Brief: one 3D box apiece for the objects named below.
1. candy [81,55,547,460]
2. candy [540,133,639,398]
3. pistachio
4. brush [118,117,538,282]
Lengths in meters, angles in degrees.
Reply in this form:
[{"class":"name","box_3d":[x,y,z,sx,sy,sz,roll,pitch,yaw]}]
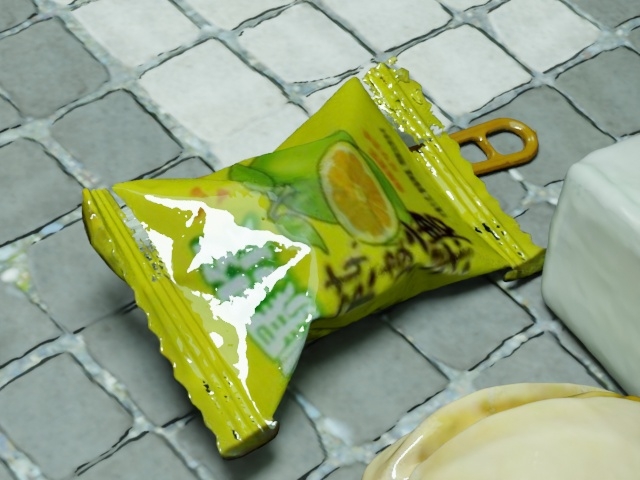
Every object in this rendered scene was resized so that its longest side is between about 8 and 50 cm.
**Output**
[{"class":"candy","box_3d":[0.000,0.000,1.084,0.297,0.081,0.187,-25,74,-40]},{"class":"candy","box_3d":[0.309,0.075,1.031,0.208,0.145,0.359,-23,56,-28]},{"class":"pistachio","box_3d":[0.124,0.152,0.935,0.229,0.157,0.157,-14,52,-24]},{"class":"brush","box_3d":[0.015,-0.033,1.168,0.314,0.017,0.090,-18,56,-24]}]
